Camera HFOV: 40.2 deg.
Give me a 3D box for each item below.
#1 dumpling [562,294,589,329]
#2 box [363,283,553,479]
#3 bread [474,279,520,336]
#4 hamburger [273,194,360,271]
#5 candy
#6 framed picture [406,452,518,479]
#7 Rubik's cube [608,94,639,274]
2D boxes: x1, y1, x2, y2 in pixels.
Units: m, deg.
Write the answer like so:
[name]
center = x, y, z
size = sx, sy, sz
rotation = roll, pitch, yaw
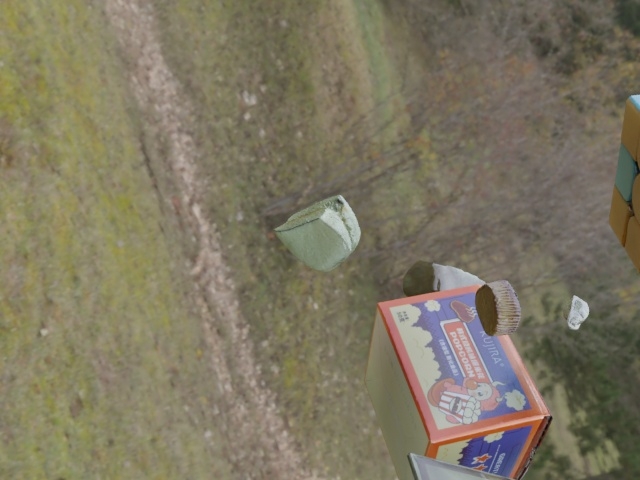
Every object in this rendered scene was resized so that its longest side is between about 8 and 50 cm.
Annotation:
[dumpling]
center = 0.519, 0.149, 1.772
size = 0.076, 0.052, 0.057
rotation = 106, -10, -60
[box]
center = 0.273, 0.335, 1.870
size = 0.318, 0.257, 0.348
rotation = 96, -20, -47
[bread]
center = 0.269, 0.100, 1.297
size = 0.085, 0.053, 0.085
rotation = 174, -90, -77
[hamburger]
center = 0.002, -0.002, 1.145
size = 0.084, 0.121, 0.054
rotation = 53, 45, -19
[candy]
center = 0.297, 0.117, 2.053
size = 0.234, 0.104, 0.102
rotation = 25, 75, -47
[framed picture]
center = 0.214, 0.321, 0.968
size = 0.231, 0.010, 0.173
rotation = 19, 25, -18
[Rubik's cube]
center = 0.711, -0.083, 1.557
size = 0.291, 0.291, 0.291
rotation = -92, 178, -56
